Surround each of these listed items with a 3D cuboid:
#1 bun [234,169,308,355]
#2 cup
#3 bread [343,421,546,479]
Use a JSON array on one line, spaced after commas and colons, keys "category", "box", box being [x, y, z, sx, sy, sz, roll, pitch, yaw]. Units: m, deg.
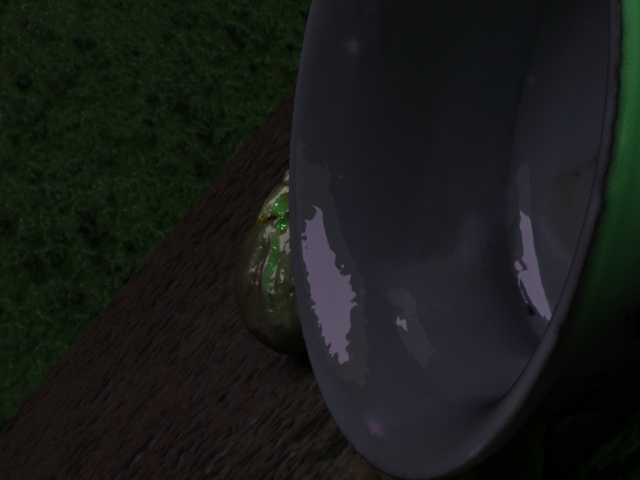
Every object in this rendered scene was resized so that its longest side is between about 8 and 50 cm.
[{"category": "bun", "box": [0.000, 0.000, 1.436, 0.222, 0.127, 0.222, -42, 10, 9]}, {"category": "cup", "box": [0.119, -0.054, 0.789, 0.347, 0.163, 0.347, -175, 90, -67]}, {"category": "bread", "box": [0.093, 0.144, 0.892, 0.077, 0.105, 0.152, -40, -19, 28]}]
